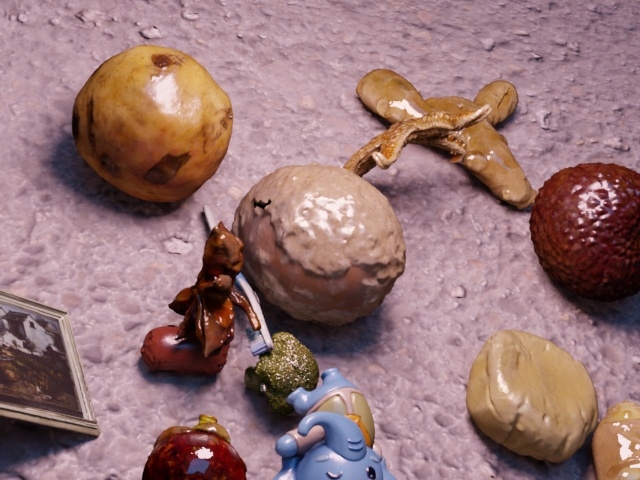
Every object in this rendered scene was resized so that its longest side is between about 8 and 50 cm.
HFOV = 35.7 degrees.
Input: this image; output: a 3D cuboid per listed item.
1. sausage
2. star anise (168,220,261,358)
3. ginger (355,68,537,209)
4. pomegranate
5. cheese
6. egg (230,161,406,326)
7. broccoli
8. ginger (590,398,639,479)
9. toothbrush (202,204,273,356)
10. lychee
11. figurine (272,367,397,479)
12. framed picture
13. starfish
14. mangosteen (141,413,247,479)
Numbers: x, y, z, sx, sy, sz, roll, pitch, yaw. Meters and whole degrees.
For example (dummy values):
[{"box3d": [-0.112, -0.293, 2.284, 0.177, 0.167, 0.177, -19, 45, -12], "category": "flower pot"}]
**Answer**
[{"box3d": [-0.213, 0.172, 1.566, 0.141, 0.076, 0.076, 6, 50, -10], "category": "sausage"}, {"box3d": [-0.163, 0.073, 1.536, 0.111, 0.196, 0.212, 7, 85, -31], "category": "star anise"}, {"box3d": [0.267, -0.226, 1.997, 0.363, 0.122, 0.348, 10, 41, -21], "category": "ginger"}, {"box3d": [-0.291, -0.205, 1.729, 0.281, 0.281, 0.281, 8, 50, -10], "category": "pomegranate"}, {"box3d": [0.354, 0.251, 1.636, 0.214, 0.117, 0.226, 24, 45, -4], "category": "cheese"}, {"box3d": [0.000, 0.000, 1.648, 0.279, 0.279, 0.310, -30, 46, -33], "category": "egg"}, {"box3d": [-0.060, 0.211, 1.556, 0.120, 0.130, 0.131, -6, 59, 27], "category": "broccoli"}, {"box3d": [0.505, 0.370, 1.563, 0.138, 0.152, 0.267, -7, 33, 11], "category": "ginger"}, {"box3d": [-0.140, 0.053, 1.646, 0.040, 0.040, 0.386, -4, 39, -19], "category": "toothbrush"}, {"box3d": [0.512, -0.016, 1.817, 0.260, 0.261, 0.261, 8, 50, -10], "category": "lychee"}, {"box3d": [0.011, 0.319, 1.444, 0.180, 0.154, 0.262, 9, 54, -52], "category": "figurine"}, {"box3d": [-0.441, 0.156, 1.422, 0.296, 0.019, 0.232, 29, 30, -53], "category": "framed picture"}, {"box3d": [0.158, -0.169, 1.787, 0.327, 0.375, 0.094, -15, 84, -39], "category": "starfish"}, {"box3d": [-0.185, 0.330, 1.413, 0.145, 0.156, 0.181, -31, 32, -6], "category": "mangosteen"}]
